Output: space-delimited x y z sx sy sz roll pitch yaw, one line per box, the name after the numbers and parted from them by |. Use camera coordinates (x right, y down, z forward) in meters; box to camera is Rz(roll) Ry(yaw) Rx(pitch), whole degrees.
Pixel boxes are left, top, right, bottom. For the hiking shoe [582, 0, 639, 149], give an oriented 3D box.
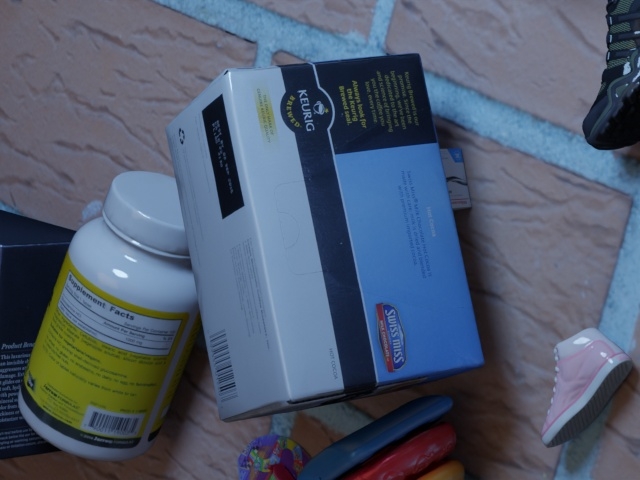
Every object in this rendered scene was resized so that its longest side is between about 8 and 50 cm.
0.318 -0.195 1.750 0.227 0.086 0.114 -59 42 22 | hiking shoe

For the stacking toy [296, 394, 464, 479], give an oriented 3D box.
0.125 0.331 1.926 0.302 0.165 0.175 58 144 11 | stacking toy

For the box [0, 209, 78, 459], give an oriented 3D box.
-0.466 0.115 2.443 0.296 0.182 0.294 14 101 42 | box

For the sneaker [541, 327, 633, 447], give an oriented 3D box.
0.259 0.147 1.839 0.070 0.051 0.134 51 121 31 | sneaker

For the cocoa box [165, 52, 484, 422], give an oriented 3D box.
0.000 0.000 1.914 0.231 0.228 0.347 153 107 -66 | cocoa box

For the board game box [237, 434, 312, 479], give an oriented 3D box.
-0.060 0.321 2.167 0.133 0.033 0.169 -9 87 44 | board game box

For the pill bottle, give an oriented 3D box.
-0.242 0.091 2.220 0.188 0.188 0.334 40 118 35 | pill bottle

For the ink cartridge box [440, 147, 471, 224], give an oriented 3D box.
0.135 -0.056 1.943 0.028 0.048 0.083 -14 84 44 | ink cartridge box
